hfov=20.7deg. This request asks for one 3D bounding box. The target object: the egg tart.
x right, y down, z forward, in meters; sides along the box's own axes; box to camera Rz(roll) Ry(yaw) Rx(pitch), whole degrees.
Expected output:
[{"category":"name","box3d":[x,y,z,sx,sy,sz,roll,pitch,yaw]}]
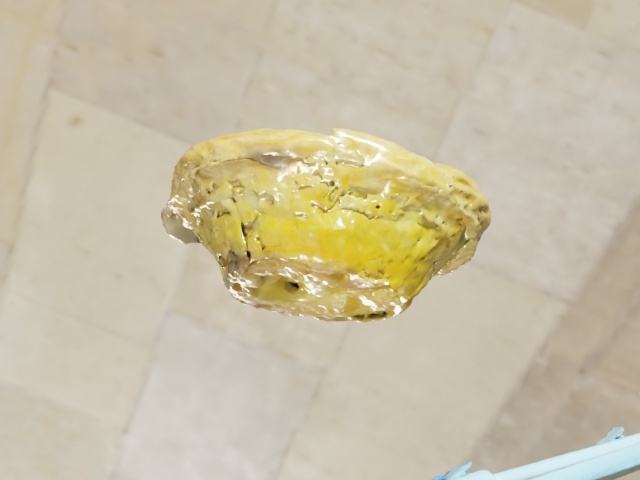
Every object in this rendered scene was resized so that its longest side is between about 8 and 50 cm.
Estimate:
[{"category":"egg tart","box3d":[0.004,0.001,1.746,0.341,0.341,0.129,116,160,-69]}]

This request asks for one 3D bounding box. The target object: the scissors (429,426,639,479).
[{"category":"scissors","box3d":[0.041,0.117,0.735,0.180,0.393,0.032,-41,66,53]}]
